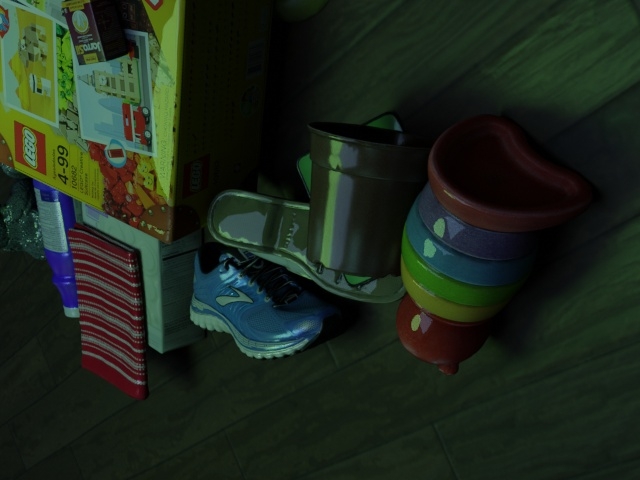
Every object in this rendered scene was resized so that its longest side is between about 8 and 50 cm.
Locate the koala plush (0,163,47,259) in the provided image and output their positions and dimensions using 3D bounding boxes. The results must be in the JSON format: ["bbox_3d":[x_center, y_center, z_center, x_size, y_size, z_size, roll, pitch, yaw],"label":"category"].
[{"bbox_3d":[-0.616,-0.036,2.234,0.203,0.221,0.196,49,136,27],"label":"koala plush"}]

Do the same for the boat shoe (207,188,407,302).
[{"bbox_3d":[0.000,0.000,1.579,0.302,0.103,0.113,23,96,22],"label":"boat shoe"}]

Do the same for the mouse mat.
[{"bbox_3d":[0.065,-0.052,1.493,0.153,0.007,0.189,-25,83,18],"label":"mouse mat"}]

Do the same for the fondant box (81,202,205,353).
[{"bbox_3d":[-0.301,-0.008,1.960,0.238,0.096,0.330,24,121,44],"label":"fondant box"}]

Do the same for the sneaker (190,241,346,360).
[{"bbox_3d":[-0.093,0.075,1.708,0.330,0.130,0.147,16,118,48],"label":"sneaker"}]

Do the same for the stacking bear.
[{"bbox_3d":[0.167,0.028,1.354,0.175,0.164,0.289,45,139,31],"label":"stacking bear"}]

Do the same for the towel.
[{"bbox_3d":[-0.360,0.122,1.985,0.199,0.031,0.274,21,121,45],"label":"towel"}]

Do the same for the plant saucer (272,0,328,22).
[{"bbox_3d":[-0.062,-0.408,1.552,0.241,0.037,0.241,23,121,45],"label":"plant saucer"}]

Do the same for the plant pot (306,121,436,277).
[{"bbox_3d":[0.054,-0.049,1.416,0.167,0.167,0.165,22,107,45],"label":"plant pot"}]

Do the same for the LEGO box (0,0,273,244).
[{"bbox_3d":[-0.268,-0.304,1.601,0.373,0.193,0.500,24,123,28],"label":"LEGO box"}]

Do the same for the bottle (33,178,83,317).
[{"bbox_3d":[-0.461,0.000,2.161,0.118,0.092,0.282,13,114,52],"label":"bottle"}]

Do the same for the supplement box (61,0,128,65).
[{"bbox_3d":[-0.284,-0.267,1.469,0.055,0.043,0.083,-2,109,37],"label":"supplement box"}]
